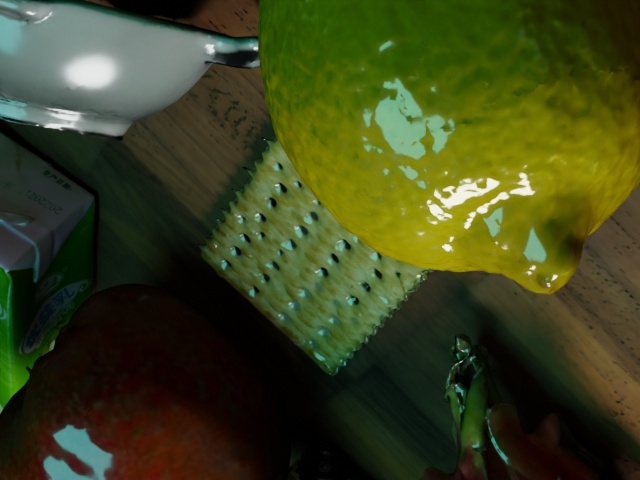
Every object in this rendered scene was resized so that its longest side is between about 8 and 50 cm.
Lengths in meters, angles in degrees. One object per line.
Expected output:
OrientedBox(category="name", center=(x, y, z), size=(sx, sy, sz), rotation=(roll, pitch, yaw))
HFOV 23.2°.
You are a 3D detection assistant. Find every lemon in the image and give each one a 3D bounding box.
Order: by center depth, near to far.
OrientedBox(category="lemon", center=(0.061, -0.086, 0.711), size=(0.187, 0.186, 0.244), rotation=(-49, 54, 57))

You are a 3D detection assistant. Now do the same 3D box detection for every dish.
OrientedBox(category="dish", center=(-0.145, -0.104, 0.913), size=(0.246, 0.224, 0.078), rotation=(13, 96, 10))

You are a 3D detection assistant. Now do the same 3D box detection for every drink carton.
OrientedBox(category="drink carton", center=(-0.277, 0.030, 1.284), size=(0.161, 0.108, 0.271), rotation=(33, 144, 16))

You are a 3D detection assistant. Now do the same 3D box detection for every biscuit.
OrientedBox(category="biscuit", center=(0.000, 0.000, 1.020), size=(0.139, 0.016, 0.231), rotation=(43, 147, 4))

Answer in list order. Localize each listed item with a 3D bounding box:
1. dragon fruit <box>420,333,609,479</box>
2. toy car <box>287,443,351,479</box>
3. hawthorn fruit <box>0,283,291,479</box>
OrientedBox(category="dragon fruit", center=(0.127, 0.168, 0.965), size=(0.137, 0.135, 0.236), rotation=(11, 116, 50))
OrientedBox(category="toy car", center=(0.037, 0.234, 1.182), size=(0.170, 0.070, 0.080), rotation=(35, 145, 19))
OrientedBox(category="hawthorn fruit", center=(-0.109, 0.157, 1.143), size=(0.248, 0.208, 0.208), rotation=(36, 146, 11))
